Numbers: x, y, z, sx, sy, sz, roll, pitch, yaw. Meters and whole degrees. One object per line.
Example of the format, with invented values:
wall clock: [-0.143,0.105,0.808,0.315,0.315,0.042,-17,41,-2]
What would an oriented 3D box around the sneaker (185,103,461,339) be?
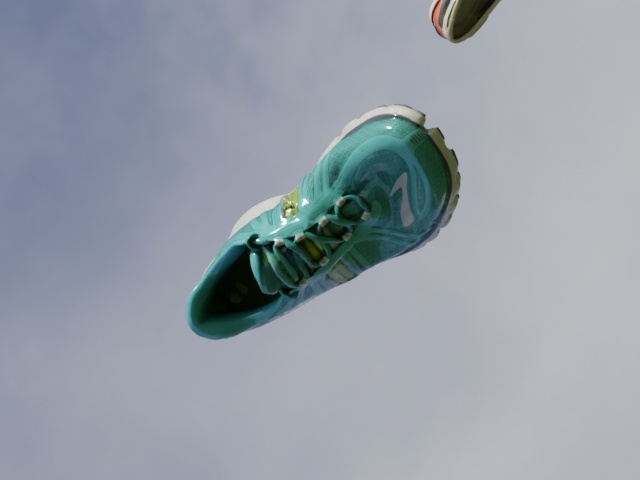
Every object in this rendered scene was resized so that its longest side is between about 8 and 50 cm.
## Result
sneaker: [0.000,0.000,1.424,0.107,0.275,0.110,50,-139,-1]

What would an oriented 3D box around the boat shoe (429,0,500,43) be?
boat shoe: [0.138,-0.217,1.531,0.049,0.043,0.137,33,-79,-23]
